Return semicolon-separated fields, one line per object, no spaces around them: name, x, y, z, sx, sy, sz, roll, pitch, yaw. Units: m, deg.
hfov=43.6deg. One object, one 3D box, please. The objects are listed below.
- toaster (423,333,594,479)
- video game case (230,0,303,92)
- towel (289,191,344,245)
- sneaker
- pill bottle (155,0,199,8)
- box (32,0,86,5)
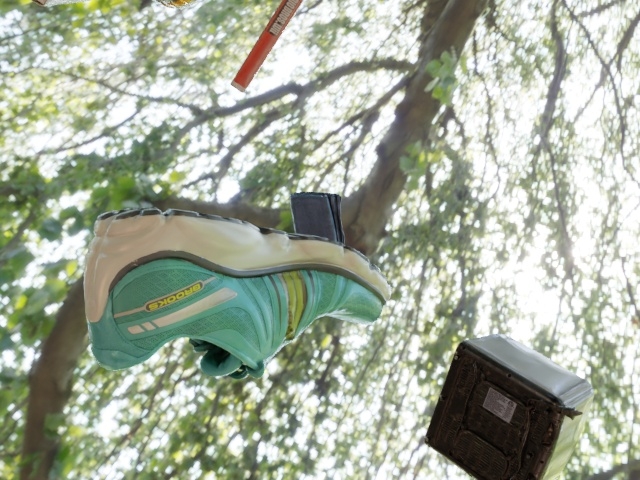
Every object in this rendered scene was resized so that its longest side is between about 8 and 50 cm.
toaster;0.247;0.230;1.034;0.186;0.110;0.168;30;-64;35
video game case;-0.026;-0.344;1.080;0.025;0.204;0.285;32;-67;-11
towel;0.000;0.000;0.937;0.067;0.029;0.119;7;-65;40
sneaker;-0.053;0.045;0.575;0.107;0.275;0.110;4;-94;41
pill bottle;-0.284;-0.473;1.197;0.162;0.278;0.162;-7;-104;31
box;-0.145;-0.263;0.574;0.038;0.145;0.186;30;-68;-2
